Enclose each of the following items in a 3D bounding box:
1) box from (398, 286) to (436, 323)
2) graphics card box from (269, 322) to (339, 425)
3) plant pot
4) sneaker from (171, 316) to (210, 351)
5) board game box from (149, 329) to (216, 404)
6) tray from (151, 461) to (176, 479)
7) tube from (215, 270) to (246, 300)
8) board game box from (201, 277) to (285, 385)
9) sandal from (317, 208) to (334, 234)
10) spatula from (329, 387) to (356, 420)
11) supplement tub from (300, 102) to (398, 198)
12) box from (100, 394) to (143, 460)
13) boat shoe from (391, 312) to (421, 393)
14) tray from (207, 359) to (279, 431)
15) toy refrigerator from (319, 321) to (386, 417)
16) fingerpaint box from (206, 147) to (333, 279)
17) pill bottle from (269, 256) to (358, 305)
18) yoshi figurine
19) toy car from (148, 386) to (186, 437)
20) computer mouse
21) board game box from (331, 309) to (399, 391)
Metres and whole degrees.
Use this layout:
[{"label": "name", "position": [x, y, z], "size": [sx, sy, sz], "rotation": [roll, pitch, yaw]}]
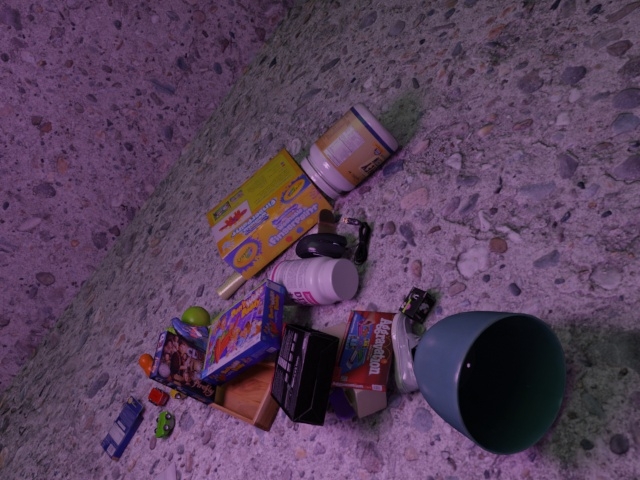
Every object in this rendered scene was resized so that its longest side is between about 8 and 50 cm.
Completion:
[{"label": "box", "position": [0.275, 0.184, 1.617], "size": [0.062, 0.052, 0.083], "rotation": [21, 74, 53]}, {"label": "graphics card box", "position": [-0.055, 0.362, 1.605], "size": [0.371, 0.094, 0.232], "rotation": [159, 124, -76]}, {"label": "plant pot", "position": [0.347, 0.288, 1.264], "size": [0.293, 0.293, 0.235], "rotation": [-59, 23, -11]}, {"label": "sneaker", "position": [-0.450, 0.344, 2.067], "size": [0.221, 0.083, 0.087], "rotation": [32, 59, 15]}, {"label": "board game box", "position": [-0.445, 0.425, 1.895], "size": [0.042, 0.243, 0.165], "rotation": [-28, 42, 30]}, {"label": "tray", "position": [-0.531, 0.885, 1.890], "size": [0.145, 0.030, 0.270], "rotation": [-41, 37, 11]}, {"label": "tube", "position": [-0.318, 0.141, 2.299], "size": [0.240, 0.062, 0.070], "rotation": [-45, 79, 0]}, {"label": "board game box", "position": [-0.256, 0.308, 1.880], "size": [0.347, 0.078, 0.233], "rotation": [-38, 36, 37]}, {"label": "sandal", "position": [0.006, 0.002, 2.068], "size": [0.079, 0.088, 0.240], "rotation": [120, 161, -52]}, {"label": "spatula", "position": [0.045, 0.399, 1.695], "size": [0.084, 0.030, 0.296], "rotation": [-42, 37, 16]}, {"label": "supplement tub", "position": [0.104, -0.327, 2.102], "size": [0.316, 0.228, 0.228], "rotation": [-42, 37, 13]}, {"label": "box", "position": [-0.785, 0.748, 2.279], "size": [0.136, 0.036, 0.225], "rotation": [14, 71, 51]}, {"label": "boat shoe", "position": [0.246, 0.298, 1.537], "size": [0.081, 0.079, 0.227], "rotation": [-19, 52, 27]}, {"label": "tray", "position": [-0.280, 0.489, 1.931], "size": [0.411, 0.076, 0.202], "rotation": [3, 61, 47]}, {"label": "toy refrigerator", "position": [0.084, 0.358, 1.600], "size": [0.094, 0.102, 0.269], "rotation": [-17, 34, -15]}, {"label": "fingerpaint box", "position": [-0.216, -0.113, 2.293], "size": [0.445, 0.163, 0.371], "rotation": [-40, 36, 4]}, {"label": "pill bottle", "position": [-0.023, 0.136, 1.890], "size": [0.283, 0.160, 0.160], "rotation": [-8, 53, 44]}, {"label": "yoshi figurine", "position": [-0.533, 0.379, 2.207], "size": [0.362, 0.203, 0.203], "rotation": [-34, 32, 17]}, {"label": "toy car", "position": [-0.572, 0.636, 2.134], "size": [0.239, 0.053, 0.224], "rotation": [-28, 42, 29]}, {"label": "computer mouse", "position": [0.043, -0.015, 1.957], "size": [0.262, 0.060, 0.184], "rotation": [5, 58, 20]}, {"label": "board game box", "position": [0.129, 0.296, 1.568], "size": [0.145, 0.027, 0.281], "rotation": [3, 34, 14]}]
